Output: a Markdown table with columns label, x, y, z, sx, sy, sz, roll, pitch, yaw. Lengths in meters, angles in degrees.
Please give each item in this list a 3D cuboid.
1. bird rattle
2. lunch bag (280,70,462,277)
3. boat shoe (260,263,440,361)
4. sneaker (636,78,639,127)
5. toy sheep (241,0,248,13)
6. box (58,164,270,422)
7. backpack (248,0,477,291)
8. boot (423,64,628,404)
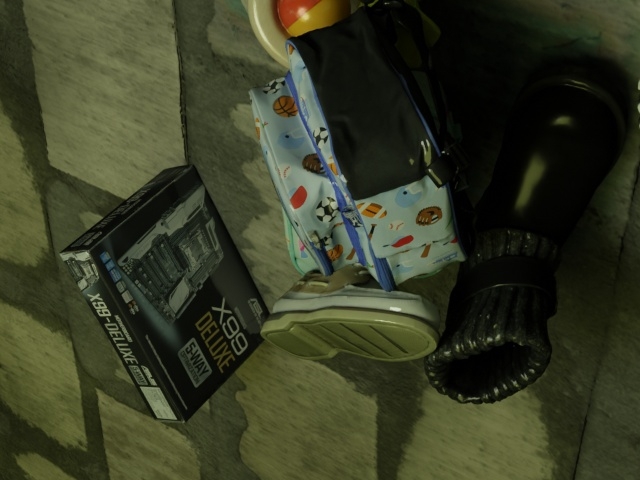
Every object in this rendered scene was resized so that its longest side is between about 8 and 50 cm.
| label | x | y | z | sx | sy | sz | roll | pitch | yaw |
| --- | --- | --- | --- | --- | --- | --- | --- | --- | --- |
| bird rattle | 0.013 | -0.282 | 1.328 | 0.207 | 0.143 | 0.253 | -39 | 111 | 6 |
| lunch bag | 0.063 | -0.076 | 1.488 | 0.224 | 0.108 | 0.279 | 0 | 131 | 5 |
| boat shoe | 0.037 | 0.075 | 1.411 | 0.113 | 0.103 | 0.302 | 37 | 157 | -28 |
| sneaker | 0.398 | -0.101 | 1.248 | 0.118 | 0.110 | 0.292 | -1 | 128 | 27 |
| toy sheep | -0.057 | -0.309 | 1.460 | 0.091 | 0.091 | 0.132 | 45 | 159 | 0 |
| box | -0.219 | 0.079 | 1.804 | 0.076 | 0.242 | 0.307 | -5 | 119 | 43 |
| backpack | 0.055 | -0.073 | 1.261 | 0.213 | 0.277 | 0.263 | -22 | 141 | 11 |
| boot | 0.228 | 0.004 | 1.333 | 0.131 | 0.260 | 0.348 | 19 | 139 | 5 |
